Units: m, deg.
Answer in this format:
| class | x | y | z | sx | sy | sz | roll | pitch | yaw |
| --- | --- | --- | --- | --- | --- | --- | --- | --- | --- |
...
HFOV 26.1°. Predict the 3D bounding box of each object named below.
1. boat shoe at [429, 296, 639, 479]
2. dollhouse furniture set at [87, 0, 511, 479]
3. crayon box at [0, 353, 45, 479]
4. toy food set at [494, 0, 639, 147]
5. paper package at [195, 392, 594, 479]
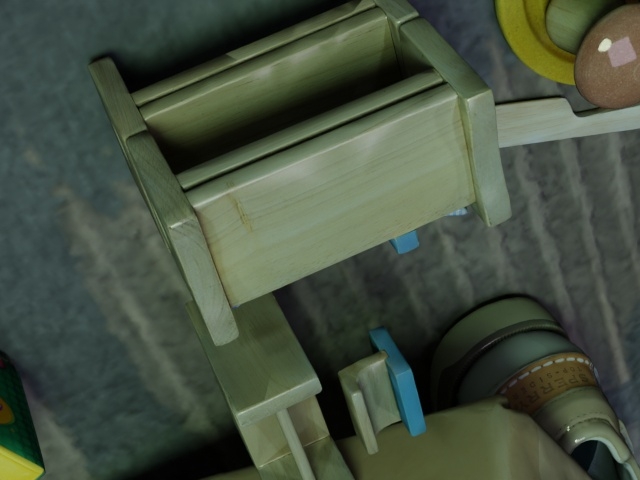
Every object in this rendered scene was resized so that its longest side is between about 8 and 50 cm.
| class | x | y | z | sx | sy | sz | roll | pitch | yaw |
| --- | --- | --- | --- | --- | --- | --- | --- | --- | --- |
| boat shoe | 0.130 | 0.174 | 0.802 | 0.113 | 0.103 | 0.302 | -27 | 133 | -9 |
| dollhouse furniture set | 0.000 | 0.000 | 0.597 | 0.129 | 0.129 | 0.183 | -23 | 132 | -8 |
| crayon box | -0.268 | 0.064 | 0.550 | 0.165 | 0.081 | 0.278 | -41 | 131 | 8 |
| toy food set | 0.151 | -0.118 | 0.616 | 0.128 | 0.071 | 0.217 | -2 | 125 | -24 |
| paper package | -0.014 | 0.270 | 0.612 | 0.310 | 0.324 | 0.168 | -19 | 133 | 24 |
